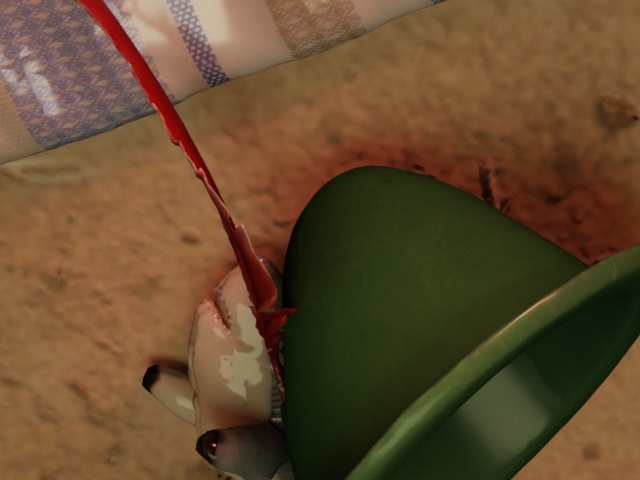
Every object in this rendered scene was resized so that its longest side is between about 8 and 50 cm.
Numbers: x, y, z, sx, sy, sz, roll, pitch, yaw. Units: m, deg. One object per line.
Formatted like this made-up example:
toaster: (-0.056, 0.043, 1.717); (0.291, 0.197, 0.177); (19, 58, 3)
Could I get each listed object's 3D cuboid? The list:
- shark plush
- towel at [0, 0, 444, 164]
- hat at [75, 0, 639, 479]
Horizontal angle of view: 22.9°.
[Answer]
shark plush: (0.007, 0.078, 0.596); (0.161, 0.073, 0.067); (44, 86, -18)
towel: (-0.079, -0.126, 0.474); (0.285, 0.034, 0.209); (-17, 122, 14)
hat: (0.000, 0.000, 0.551); (0.183, 0.173, 0.208); (46, 145, 20)
